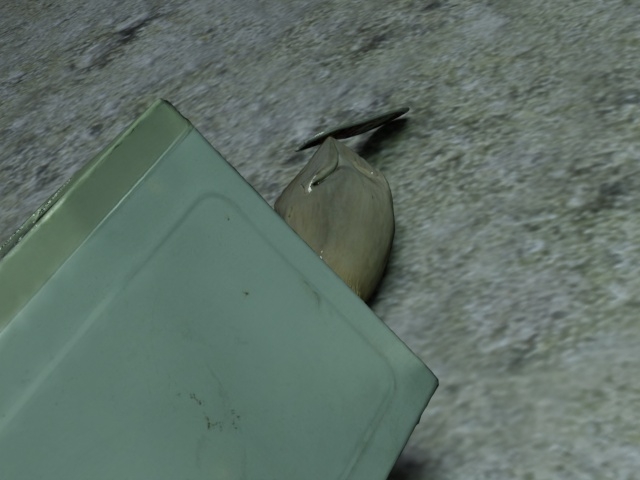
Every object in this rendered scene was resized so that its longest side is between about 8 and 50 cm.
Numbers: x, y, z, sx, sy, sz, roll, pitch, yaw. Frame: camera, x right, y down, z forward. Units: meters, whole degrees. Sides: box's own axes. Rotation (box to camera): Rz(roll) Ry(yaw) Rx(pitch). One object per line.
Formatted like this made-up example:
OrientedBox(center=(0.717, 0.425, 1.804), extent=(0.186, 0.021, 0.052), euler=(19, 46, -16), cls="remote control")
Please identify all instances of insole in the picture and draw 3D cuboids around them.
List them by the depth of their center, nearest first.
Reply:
OrientedBox(center=(0.036, -0.111, 1.059), extent=(0.065, 0.004, 0.197), euler=(-26, -1, 32), cls="insole")

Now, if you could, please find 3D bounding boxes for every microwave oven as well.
OrientedBox(center=(-0.145, 0.147, 0.626), extent=(0.218, 0.286, 0.355), euler=(-28, 21, 48), cls="microwave oven")

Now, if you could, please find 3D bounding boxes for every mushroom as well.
OrientedBox(center=(0.010, -0.002, 0.922), extent=(0.108, 0.096, 0.247), euler=(3, 38, 0), cls="mushroom")
